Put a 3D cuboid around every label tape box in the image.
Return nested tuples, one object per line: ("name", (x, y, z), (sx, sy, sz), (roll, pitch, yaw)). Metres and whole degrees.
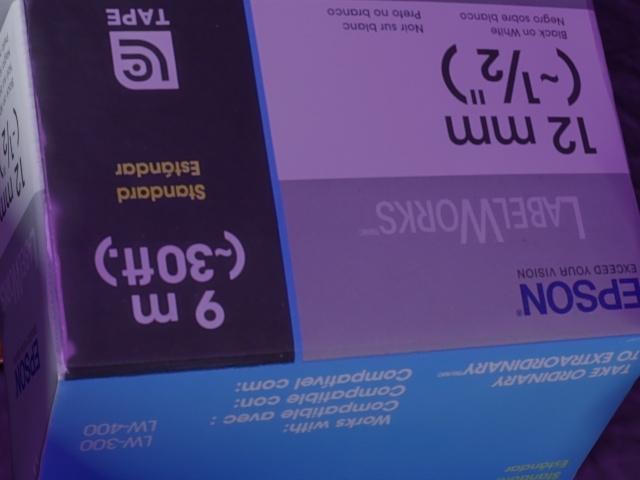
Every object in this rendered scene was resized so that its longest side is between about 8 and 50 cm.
("label tape box", (0.000, 0.000, 0.613), (0.249, 0.115, 0.347), (-2, 71, -23))

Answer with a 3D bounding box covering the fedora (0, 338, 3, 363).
("fedora", (-0.148, -0.041, 0.687), (0.194, 0.079, 0.194), (1, 69, -2))
